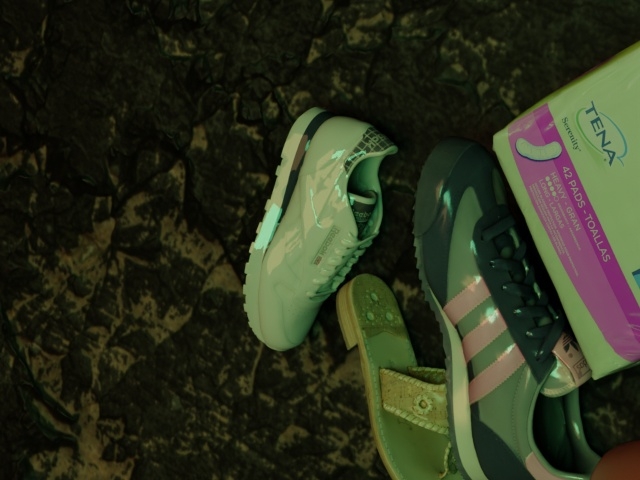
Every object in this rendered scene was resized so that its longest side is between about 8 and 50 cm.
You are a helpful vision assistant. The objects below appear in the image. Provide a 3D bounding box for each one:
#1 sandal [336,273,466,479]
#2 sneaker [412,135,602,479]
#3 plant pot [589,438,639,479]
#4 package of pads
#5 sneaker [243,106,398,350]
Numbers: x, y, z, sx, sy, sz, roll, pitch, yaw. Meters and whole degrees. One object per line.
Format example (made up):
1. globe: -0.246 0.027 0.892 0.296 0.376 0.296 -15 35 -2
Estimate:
1. sandal: 0.089 0.129 1.739 0.079 0.088 0.240 -38 67 42
2. sneaker: 0.167 0.064 1.633 0.131 0.112 0.319 6 119 40
3. plant pot: 0.360 0.245 1.439 0.243 0.275 0.275 -24 80 30
4. package of pads: 0.296 -0.053 1.540 0.296 0.101 0.229 -30 78 37
5. sneaker: 0.000 0.000 1.802 0.095 0.090 0.235 23 111 25
